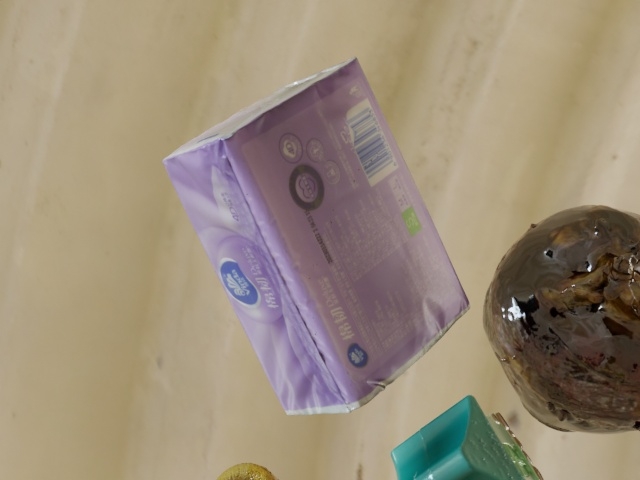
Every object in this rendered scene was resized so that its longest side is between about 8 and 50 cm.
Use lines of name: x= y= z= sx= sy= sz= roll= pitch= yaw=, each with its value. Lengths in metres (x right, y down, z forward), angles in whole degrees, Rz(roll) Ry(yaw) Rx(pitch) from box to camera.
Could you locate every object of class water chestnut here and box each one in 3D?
water chestnut: x=0.390 y=0.090 z=1.758 sx=0.335 sy=0.335 sz=0.347 roll=-20 pitch=-31 yaw=-11

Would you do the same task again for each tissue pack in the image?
tissue pack: x=0.000 y=0.000 z=1.473 sx=0.242 sy=0.160 sz=0.338 roll=-35 pitch=-75 yaw=-42

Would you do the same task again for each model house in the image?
model house: x=0.138 y=0.223 z=1.202 sx=0.100 sy=0.127 sz=0.149 roll=-39 pitch=-28 yaw=13

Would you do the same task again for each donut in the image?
donut: x=-0.104 y=0.339 z=1.722 sx=0.108 sy=0.097 sz=0.043 roll=-53 pitch=-26 yaw=-30
